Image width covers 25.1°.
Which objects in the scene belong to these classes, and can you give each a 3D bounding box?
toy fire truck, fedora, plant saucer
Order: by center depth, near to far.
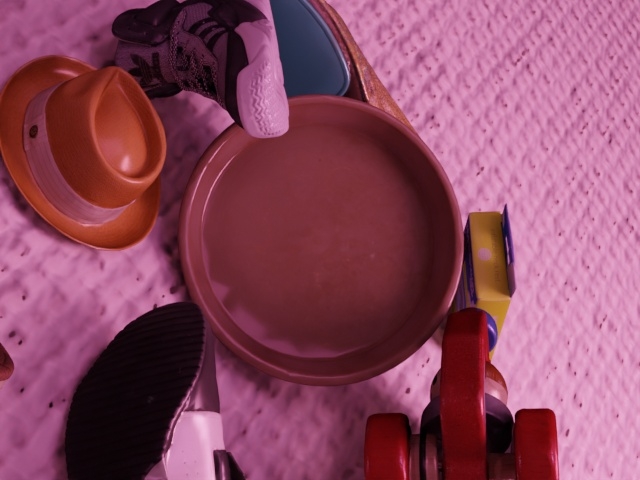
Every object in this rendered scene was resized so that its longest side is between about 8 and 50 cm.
[{"bbox_3d":[-0.194,-0.090,1.276,0.194,0.079,0.194,29,47,-36],"label":"fedora"},{"bbox_3d":[0.140,0.199,1.362,0.254,0.169,0.302,-83,167,-53],"label":"toy fire truck"},{"bbox_3d":[0.000,0.000,1.370,0.278,0.041,0.278,2,82,-13],"label":"plant saucer"}]

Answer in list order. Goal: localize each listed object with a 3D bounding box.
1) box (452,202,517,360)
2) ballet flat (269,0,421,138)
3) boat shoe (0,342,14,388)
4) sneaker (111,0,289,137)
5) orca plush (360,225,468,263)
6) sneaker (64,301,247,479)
[{"bbox_3d":[0.175,0.049,1.562,0.042,0.178,0.109,0,59,-4],"label":"box"},{"bbox_3d":[0.022,-0.153,1.550,0.348,0.123,0.123,56,37,-14],"label":"ballet flat"},{"bbox_3d":[-0.312,0.095,0.965,0.095,0.095,0.257,50,12,26],"label":"boat shoe"},{"bbox_3d":[-0.113,-0.157,1.329,0.268,0.153,0.101,-100,180,-62],"label":"sneaker"},{"bbox_3d":[0.042,-0.038,1.445,0.287,0.151,0.102,44,1,-22],"label":"orca plush"},{"bbox_3d":[-0.126,0.207,1.158,0.146,0.122,0.330,52,33,-43],"label":"sneaker"}]
